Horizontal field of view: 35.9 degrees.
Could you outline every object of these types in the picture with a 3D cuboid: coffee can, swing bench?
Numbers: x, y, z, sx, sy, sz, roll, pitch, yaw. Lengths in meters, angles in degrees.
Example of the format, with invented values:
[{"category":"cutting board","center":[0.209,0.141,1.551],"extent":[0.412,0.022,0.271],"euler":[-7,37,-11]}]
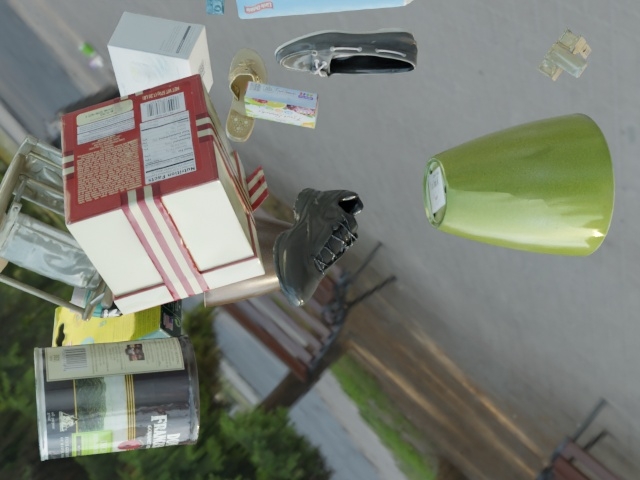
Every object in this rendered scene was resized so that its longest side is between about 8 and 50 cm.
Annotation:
[{"category":"coffee can","center":[-0.370,0.281,1.786],"extent":[0.201,0.275,0.202],"euler":[177,90,-74]},{"category":"swing bench","center":[-0.482,-0.022,1.835],"extent":[0.253,0.255,0.165],"euler":[26,155,-21]}]

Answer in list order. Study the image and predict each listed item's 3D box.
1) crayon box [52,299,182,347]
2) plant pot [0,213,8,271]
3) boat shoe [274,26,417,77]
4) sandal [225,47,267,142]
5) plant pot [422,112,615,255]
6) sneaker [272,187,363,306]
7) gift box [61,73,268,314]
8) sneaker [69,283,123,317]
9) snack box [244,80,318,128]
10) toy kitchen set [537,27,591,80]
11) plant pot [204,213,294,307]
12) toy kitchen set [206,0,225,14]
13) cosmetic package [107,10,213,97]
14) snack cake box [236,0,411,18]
[{"category":"crayon box","center":[-0.453,0.187,2.192],"extent":[0.081,0.318,0.202],"euler":[45,-150,-43]},{"category":"plant pot","center":[-0.765,-0.050,1.964],"extent":[0.284,0.284,0.191],"euler":[39,142,25]},{"category":"boat shoe","center":[0.064,-0.426,2.298],"extent":[0.112,0.335,0.096],"euler":[95,166,-69]},{"category":"sandal","center":[-0.163,-0.340,2.197],"extent":[0.088,0.240,0.079],"euler":[10,159,-6]},{"category":"plant pot","center":[0.351,-0.098,1.858],"extent":[0.275,0.293,0.275],"euler":[177,90,-78]},{"category":"sneaker","center":[0.000,0.000,1.806],"extent":[0.130,0.286,0.109],"euler":[-7,134,25]},{"category":"gift box","center":[-0.220,-0.073,1.465],"extent":[0.258,0.255,0.276],"euler":[71,-171,-50]},{"category":"sneaker","center":[-0.447,0.041,2.139],"extent":[0.121,0.302,0.108],"euler":[15,144,-9]},{"category":"snack box","center":[-0.076,-0.267,1.947],"extent":[0.141,0.037,0.100],"euler":[11,166,2]},{"category":"toy kitchen set","center":[0.425,-0.297,1.666],"extent":[0.068,0.083,0.075],"euler":[40,-169,27]},{"category":"plant pot","center":[-0.139,0.031,2.131],"extent":[0.215,0.230,0.215],"euler":[177,90,-84]},{"category":"toy kitchen set","center":[-0.314,-0.571,2.185],"extent":[0.207,0.122,0.166],"euler":[5,145,-4]},{"category":"cosmetic package","center":[-0.422,-0.467,2.629],"extent":[0.224,0.138,0.224],"euler":[12,147,9]},{"category":"snack cake box","center":[0.022,-0.388,1.437],"extent":[0.264,0.152,0.089],"euler":[1,112,25]}]
